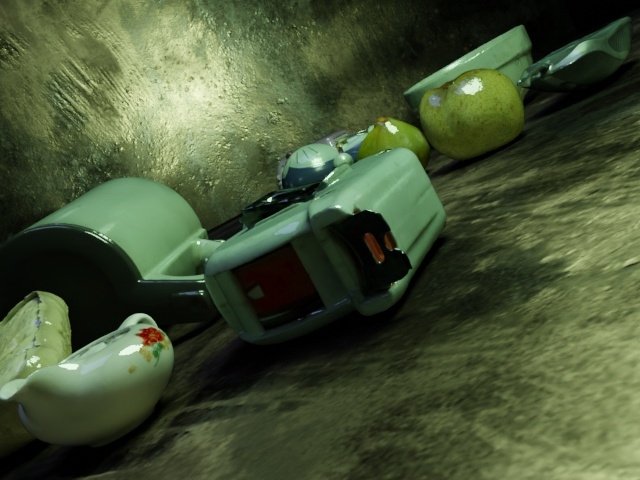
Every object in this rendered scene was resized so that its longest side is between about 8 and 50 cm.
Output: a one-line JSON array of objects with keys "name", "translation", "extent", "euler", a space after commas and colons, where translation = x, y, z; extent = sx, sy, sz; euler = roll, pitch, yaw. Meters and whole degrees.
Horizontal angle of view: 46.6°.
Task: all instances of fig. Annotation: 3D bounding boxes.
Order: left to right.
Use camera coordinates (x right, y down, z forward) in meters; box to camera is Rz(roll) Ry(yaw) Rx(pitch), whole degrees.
[{"name": "fig", "translation": [0.137, -0.157, 1.377], "extent": [0.136, 0.121, 0.153], "euler": [-38, -12, -30]}]

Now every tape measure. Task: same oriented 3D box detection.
[{"name": "tape measure", "translation": [0.001, 0.000, 0.736], "extent": [0.246, 0.125, 0.243], "euler": [-23, 8, 28]}]

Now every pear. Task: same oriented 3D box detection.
[{"name": "pear", "translation": [0.252, -0.211, 1.230], "extent": [0.167, 0.137, 0.167], "euler": [-30, 9, 5]}]

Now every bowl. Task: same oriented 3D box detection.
[{"name": "bowl", "translation": [0.354, -0.348, 1.701], "extent": [0.307, 0.163, 0.307], "euler": [-27, 8, 4]}]

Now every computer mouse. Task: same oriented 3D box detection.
[{"name": "computer mouse", "translation": [0.452, -0.307, 1.332], "extent": [0.379, 0.090, 0.167], "euler": [-30, 6, -40]}]

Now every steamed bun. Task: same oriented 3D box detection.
[{"name": "steamed bun", "translation": [-0.342, 0.177, 0.830], "extent": [0.231, 0.110, 0.212], "euler": [-51, 27, -16]}]

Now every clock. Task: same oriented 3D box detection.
[{"name": "clock", "translation": [0.037, -0.144, 1.522], "extent": [0.243, 0.147, 0.199], "euler": [-23, 3, 4]}]

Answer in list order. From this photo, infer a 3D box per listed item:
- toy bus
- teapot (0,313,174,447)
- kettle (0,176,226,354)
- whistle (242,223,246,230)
[{"name": "toy bus", "translation": [-0.002, -0.168, 1.813], "extent": [0.202, 0.142, 0.142], "euler": [-24, 9, 30]}, {"name": "teapot", "translation": [-0.199, 0.130, 0.691], "extent": [0.145, 0.092, 0.226], "euler": [-23, 7, 15]}, {"name": "kettle", "translation": [-0.275, 0.051, 1.128], "extent": [0.360, 0.250, 0.377], "euler": [2, 12, 1]}, {"name": "whistle", "translation": [-0.021, -0.004, 0.996], "extent": [0.198, 0.104, 0.057], "euler": [-4, 23, 38]}]
